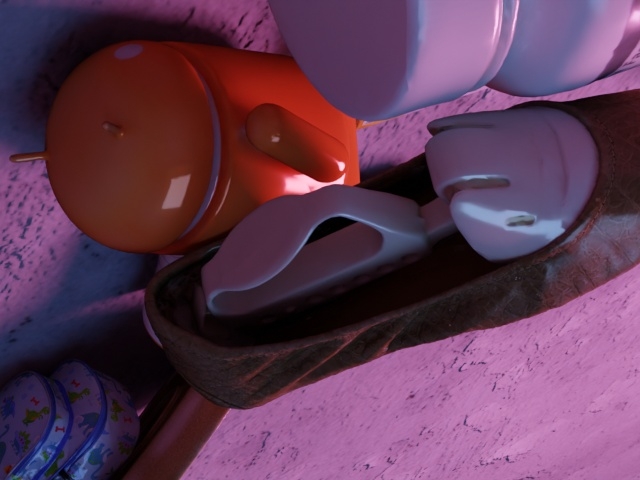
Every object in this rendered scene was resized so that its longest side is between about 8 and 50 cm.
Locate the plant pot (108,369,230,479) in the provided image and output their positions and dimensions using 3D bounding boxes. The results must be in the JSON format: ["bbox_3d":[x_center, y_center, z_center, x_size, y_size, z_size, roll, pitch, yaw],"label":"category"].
[{"bbox_3d":[-0.120,0.149,1.265,0.236,0.032,0.236,-52,-174,8],"label":"plant pot"}]

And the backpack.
[{"bbox_3d":[-0.196,0.145,1.222,0.114,0.105,0.084,-43,132,6],"label":"backpack"}]

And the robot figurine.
[{"bbox_3d":[-0.069,-0.054,0.983,0.219,0.158,0.128,0,124,-46],"label":"robot figurine"}]

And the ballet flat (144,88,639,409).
[{"bbox_3d":[0.049,-0.006,0.902,0.342,0.116,0.124,-21,149,19],"label":"ballet flat"}]

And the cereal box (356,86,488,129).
[{"bbox_3d":[0.131,-0.170,1.087,0.240,0.047,0.173,-19,151,-24],"label":"cereal box"}]

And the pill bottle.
[{"bbox_3d":[0.158,-0.196,0.895,0.361,0.204,0.204,-19,151,-23],"label":"pill bottle"}]

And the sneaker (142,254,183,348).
[{"bbox_3d":[0.000,0.000,1.194,0.262,0.099,0.121,-21,148,-23],"label":"sneaker"}]
